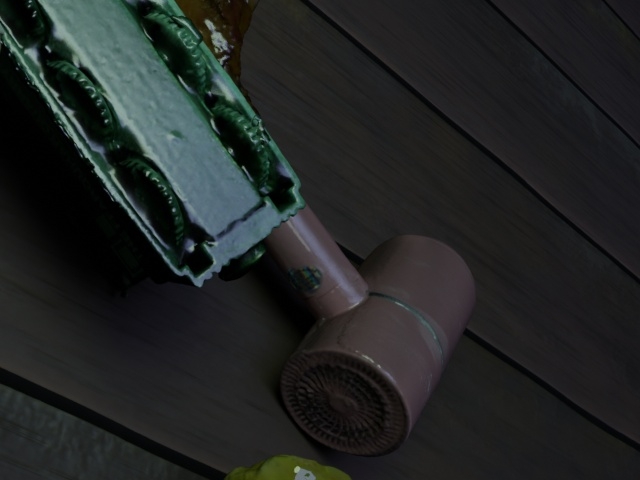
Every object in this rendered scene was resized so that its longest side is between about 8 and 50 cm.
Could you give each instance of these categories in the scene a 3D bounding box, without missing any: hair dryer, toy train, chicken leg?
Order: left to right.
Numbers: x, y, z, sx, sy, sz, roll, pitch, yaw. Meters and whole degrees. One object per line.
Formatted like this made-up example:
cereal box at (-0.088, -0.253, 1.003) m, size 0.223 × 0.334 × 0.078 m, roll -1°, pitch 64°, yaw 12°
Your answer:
toy train at (-0.165, -0.101, 0.768) m, size 0.138 × 0.178 × 0.330 m, roll -38°, pitch 96°, yaw -30°
chicken leg at (-0.101, -0.202, 0.971) m, size 0.107 × 0.087 × 0.251 m, roll -2°, pitch 78°, yaw -26°
hair dryer at (0.000, 0.000, 0.927) m, size 0.352 × 0.125 × 0.210 m, roll 55°, pitch 39°, yaw -13°

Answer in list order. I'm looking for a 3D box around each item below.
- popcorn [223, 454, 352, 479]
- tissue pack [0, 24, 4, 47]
popcorn at (-0.037, 0.279, 0.722) m, size 0.266 × 0.192 × 0.233 m, roll 29°, pitch 63°, yaw -5°
tissue pack at (-0.347, 0.030, 0.474) m, size 0.332 × 0.205 × 0.404 m, roll 22°, pitch 56°, yaw -44°
